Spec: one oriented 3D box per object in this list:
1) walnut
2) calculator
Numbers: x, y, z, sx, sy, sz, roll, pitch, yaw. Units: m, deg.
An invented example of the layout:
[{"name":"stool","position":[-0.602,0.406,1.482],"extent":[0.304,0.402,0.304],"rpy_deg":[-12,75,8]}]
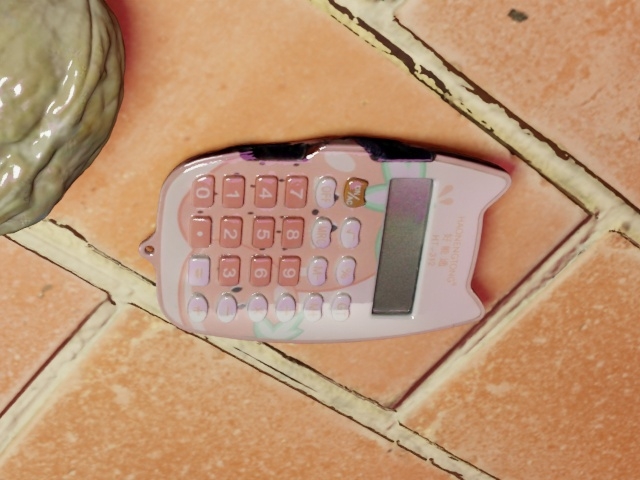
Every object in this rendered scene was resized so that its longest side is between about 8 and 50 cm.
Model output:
[{"name":"walnut","position":[-0.238,-0.109,0.981],"extent":[0.178,0.178,0.230],"rpy_deg":[29,108,-30]},{"name":"calculator","position":[0.000,0.000,1.192],"extent":[0.330,0.048,0.220],"rpy_deg":[-1,126,-11]}]
